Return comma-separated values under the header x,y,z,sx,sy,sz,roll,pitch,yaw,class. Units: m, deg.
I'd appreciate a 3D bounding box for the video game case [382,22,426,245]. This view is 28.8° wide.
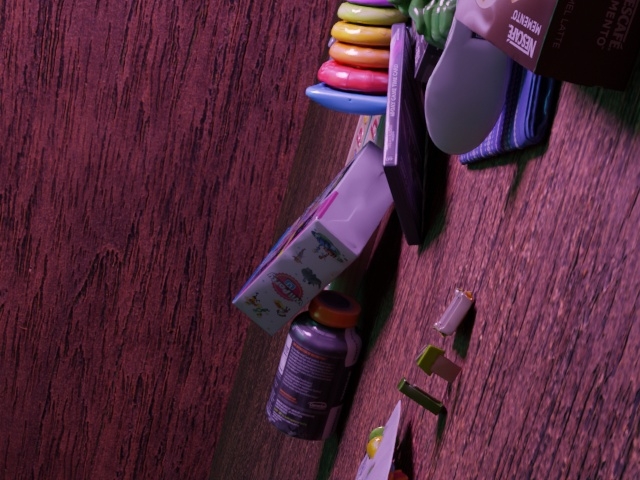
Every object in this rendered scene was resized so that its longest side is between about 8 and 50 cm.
x,y,z,sx,sy,sz,roll,pitch,yaw,class
0.129,-0.159,1.872,0.196,0.026,0.274,68,-156,-52,video game case

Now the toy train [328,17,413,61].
x,y,z,sx,sy,sz,roll,pitch,yaw,class
0.122,-0.417,2.191,0.190,0.142,0.334,-79,16,-53,toy train

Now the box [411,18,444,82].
x,y,z,sx,sy,sz,roll,pitch,yaw,class
0.207,-0.409,1.874,0.307,0.076,0.242,-88,13,-52,box

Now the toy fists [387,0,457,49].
x,y,z,sx,sy,sz,roll,pitch,yaw,class
0.157,-0.341,1.651,0.279,0.096,0.142,-121,36,-53,toy fists

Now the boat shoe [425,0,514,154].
x,y,z,sx,sy,sz,roll,pitch,yaw,class
0.189,-0.234,1.463,0.088,0.096,0.268,-27,-55,-63,boat shoe

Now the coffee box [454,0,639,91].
x,y,z,sx,sy,sz,roll,pitch,yaw,class
0.234,-0.253,1.257,0.246,0.098,0.141,-118,40,-64,coffee box

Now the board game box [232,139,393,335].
x,y,z,sx,sy,sz,roll,pitch,yaw,class
0.000,0.000,2.102,0.303,0.097,0.224,-46,6,47,board game box

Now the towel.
x,y,z,sx,sy,sz,roll,pitch,yaw,class
0.240,-0.221,1.543,0.336,0.040,0.243,175,105,-83,towel

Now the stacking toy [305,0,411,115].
x,y,z,sx,sy,sz,roll,pitch,yaw,class
0.084,-0.364,2.034,0.166,0.175,0.302,-33,-51,-65,stacking toy

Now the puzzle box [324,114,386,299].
x,y,z,sx,sy,sz,roll,pitch,yaw,class
0.080,-0.103,2.330,0.272,0.052,0.409,-93,18,-64,puzzle box

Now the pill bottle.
x,y,z,sx,sy,sz,roll,pitch,yaw,class
-0.004,0.209,2.139,0.130,0.130,0.246,-97,21,-66,pill bottle

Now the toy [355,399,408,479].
x,y,z,sx,sy,sz,roll,pitch,yaw,class
0.081,0.329,1.625,0.237,0.056,0.137,-77,14,-61,toy

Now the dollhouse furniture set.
x,y,z,sx,sy,sz,roll,pitch,yaw,class
0.159,0.136,1.540,0.152,0.058,0.076,-58,1,0,dollhouse furniture set
